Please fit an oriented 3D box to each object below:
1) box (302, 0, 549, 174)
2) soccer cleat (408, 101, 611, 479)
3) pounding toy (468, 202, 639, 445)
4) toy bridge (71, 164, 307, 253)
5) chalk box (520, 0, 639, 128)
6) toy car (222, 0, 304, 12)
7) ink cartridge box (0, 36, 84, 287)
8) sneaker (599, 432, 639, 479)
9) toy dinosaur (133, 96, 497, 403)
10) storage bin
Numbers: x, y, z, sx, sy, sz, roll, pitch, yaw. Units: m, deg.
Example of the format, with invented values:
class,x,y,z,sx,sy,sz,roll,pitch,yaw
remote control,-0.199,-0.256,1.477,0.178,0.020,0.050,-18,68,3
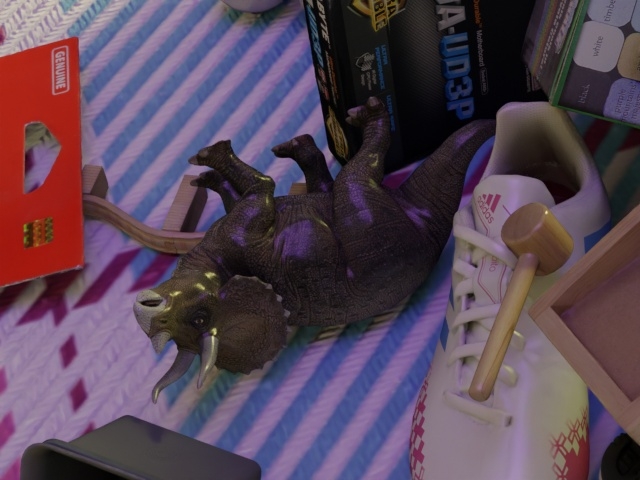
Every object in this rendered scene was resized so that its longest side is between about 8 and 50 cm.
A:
class,x,y,z,sx,sy,sz,roll,pitch,yaw
box,0.079,-0.162,1.279,0.175,0.220,0.051,-24,47,-14
soccer cleat,0.113,0.048,1.117,0.116,0.143,0.331,-2,44,19
pounding toy,0.176,0.051,0.999,0.181,0.094,0.206,-44,32,7
toy bridge,-0.101,-0.020,1.310,0.188,0.026,0.063,5,49,16
chalk box,0.223,-0.144,1.173,0.132,0.132,0.213,15,16,-6
toy car,-0.006,-0.271,1.458,0.182,0.136,0.159,13,50,22
ink cartridge box,-0.303,-0.059,1.348,0.239,0.060,0.275,-16,45,7
sneaker,0.288,0.151,1.030,0.272,0.108,0.100,-6,31,-10
toy dinosaur,0.000,0.000,1.225,0.314,0.121,0.160,-17,79,-20
storage bin,-0.104,0.167,1.095,0.135,0.098,0.091,17,24,26
